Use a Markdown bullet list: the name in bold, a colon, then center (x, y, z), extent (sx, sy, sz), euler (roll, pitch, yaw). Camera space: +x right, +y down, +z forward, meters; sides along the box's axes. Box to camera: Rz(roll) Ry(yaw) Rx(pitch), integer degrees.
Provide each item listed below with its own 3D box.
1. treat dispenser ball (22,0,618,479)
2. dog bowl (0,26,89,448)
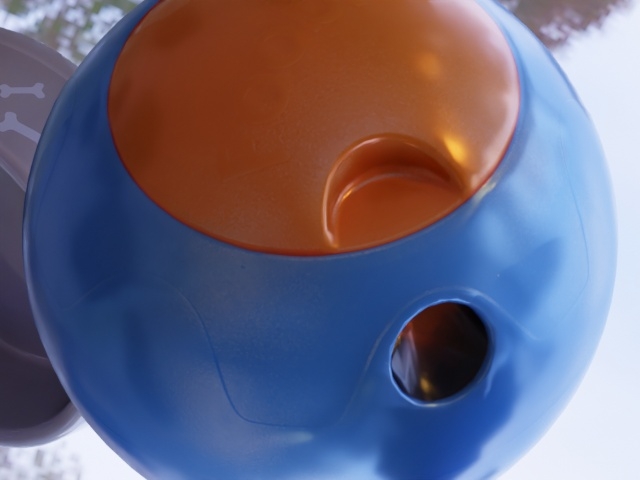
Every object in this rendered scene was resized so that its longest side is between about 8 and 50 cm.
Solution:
- **treat dispenser ball**: center (0.000, 0.000, 0.900), extent (0.288, 0.288, 0.288), euler (-21, -121, 40)
- **dog bowl**: center (-0.263, 0.009, 1.444), extent (0.348, 0.102, 0.349), euler (19, -54, 27)
